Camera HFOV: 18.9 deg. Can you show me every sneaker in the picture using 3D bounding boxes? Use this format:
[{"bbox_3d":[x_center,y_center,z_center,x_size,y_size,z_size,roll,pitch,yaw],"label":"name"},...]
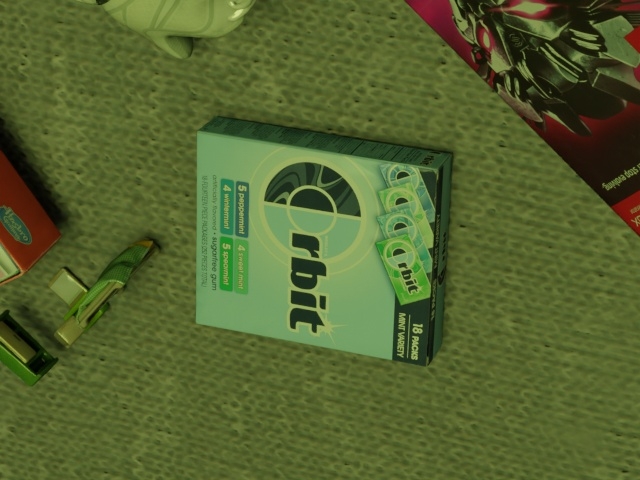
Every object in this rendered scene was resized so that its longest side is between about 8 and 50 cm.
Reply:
[{"bbox_3d":[-0.075,-0.203,1.272,0.118,0.110,0.292,43,156,-10],"label":"sneaker"}]

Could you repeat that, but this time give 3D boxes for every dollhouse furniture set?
[{"bbox_3d":[-0.195,0.042,1.482,0.058,0.076,0.151,44,121,-1],"label":"dollhouse furniture set"}]

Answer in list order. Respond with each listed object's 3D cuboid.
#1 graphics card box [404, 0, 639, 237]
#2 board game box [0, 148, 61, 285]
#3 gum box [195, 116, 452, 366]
[{"bbox_3d":[0.155,-0.181,1.179,0.371,0.094,0.233,46,153,-4],"label":"graphics card box"},{"bbox_3d":[-0.383,-0.074,1.484,0.242,0.064,0.316,-25,106,34],"label":"board game box"},{"bbox_3d":[0.000,0.000,1.408,0.184,0.041,0.157,10,114,18],"label":"gum box"}]
